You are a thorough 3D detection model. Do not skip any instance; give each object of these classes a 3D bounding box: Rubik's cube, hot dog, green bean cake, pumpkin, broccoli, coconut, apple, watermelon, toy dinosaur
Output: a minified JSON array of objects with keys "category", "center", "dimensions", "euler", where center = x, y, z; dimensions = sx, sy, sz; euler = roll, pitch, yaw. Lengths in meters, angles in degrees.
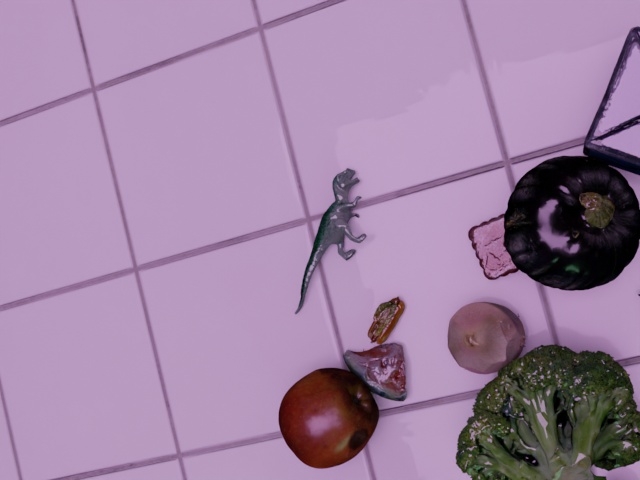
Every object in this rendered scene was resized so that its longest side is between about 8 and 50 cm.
[{"category":"Rubik's cube","center":[0.704,-0.260,1.711],"dimensions":[0.259,0.260,0.255],"euler":[21,97,14]},{"category":"hot dog","center":[0.153,0.189,1.993],"dimensions":[0.056,0.041,0.133],"euler":[36,100,31]},{"category":"green bean cake","center":[0.418,0.010,1.904],"dimensions":[0.135,0.056,0.136],"euler":[-23,83,17]},{"category":"pumpkin","center":[0.545,-0.042,1.744],"dimensions":[0.295,0.296,0.296],"euler":[0,90,17]},{"category":"broccoli","center":[0.487,0.378,1.753],"dimensions":[0.413,0.310,0.321],"euler":[3,89,-6]},{"category":"coconut","center":[0.366,0.215,1.852],"dimensions":[0.170,0.183,0.171],"euler":[-1,89,24]},{"category":"apple","center":[0.021,0.407,1.947],"dimensions":[0.229,0.230,0.230],"euler":[0,90,17]},{"category":"watermelon","center":[0.141,0.298,1.989],"dimensions":[0.187,0.071,0.139],"euler":[34,96,15]},{"category":"toy dinosaur","center":[0.042,0.019,2.017],"dimensions":[0.129,0.076,0.383],"euler":[20,92,23]}]

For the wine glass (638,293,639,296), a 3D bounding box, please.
[{"category":"wine glass","center":[0.773,0.073,1.765],"dimensions":[0.122,0.122,0.183],"euler":[33,98,15]}]
